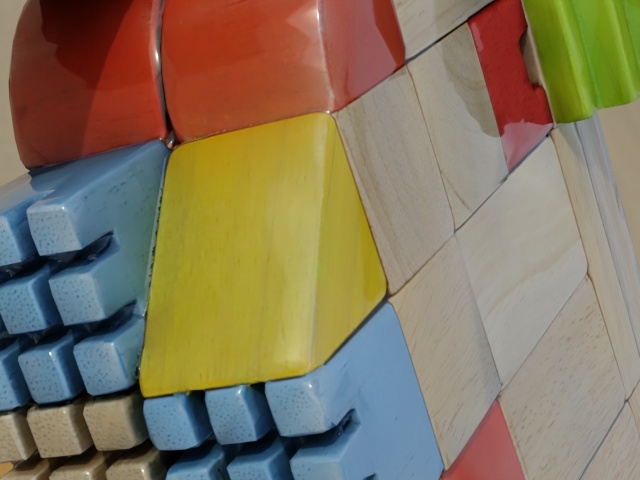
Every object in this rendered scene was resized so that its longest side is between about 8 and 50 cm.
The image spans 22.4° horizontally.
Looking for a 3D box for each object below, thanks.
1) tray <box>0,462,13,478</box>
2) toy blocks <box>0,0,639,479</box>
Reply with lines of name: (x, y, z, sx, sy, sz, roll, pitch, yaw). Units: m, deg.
tray: (-0.235, 0.126, 0.723, 0.203, 0.410, 0.076, -83, 164, -70)
toy blocks: (0.000, 0.000, 0.466, 0.261, 0.190, 0.381, -40, 116, -57)
